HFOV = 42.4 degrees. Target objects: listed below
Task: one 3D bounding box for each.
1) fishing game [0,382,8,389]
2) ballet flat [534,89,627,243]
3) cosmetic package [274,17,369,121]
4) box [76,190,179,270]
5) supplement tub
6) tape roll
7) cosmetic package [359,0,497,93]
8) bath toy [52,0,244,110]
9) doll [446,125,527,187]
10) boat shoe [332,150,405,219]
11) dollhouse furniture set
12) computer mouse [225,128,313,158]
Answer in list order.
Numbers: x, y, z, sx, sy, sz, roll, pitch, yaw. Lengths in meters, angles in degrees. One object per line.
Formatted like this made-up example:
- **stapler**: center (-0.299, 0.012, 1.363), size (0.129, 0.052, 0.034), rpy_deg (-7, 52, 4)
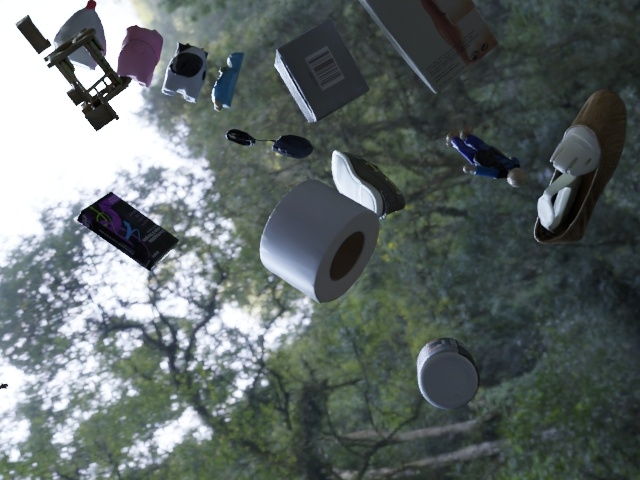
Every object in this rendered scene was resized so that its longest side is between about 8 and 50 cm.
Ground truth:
- **fishing game**: center (-0.631, 0.164, 1.359), size (0.264, 0.041, 0.189), rpy_deg (43, -150, 26)
- **ballet flat**: center (0.482, -0.122, 1.580), size (0.124, 0.342, 0.116), rpy_deg (-21, -130, -29)
- **cosmetic package**: center (-0.003, -0.263, 1.314), size (0.127, 0.107, 0.238), rpy_deg (59, 178, -7)
- **box**: center (-0.351, -0.019, 1.520), size (0.162, 0.029, 0.116), rpy_deg (36, -155, -2)
- **supplement tub**: center (0.250, 0.257, 1.636), size (0.190, 0.117, 0.117), rpy_deg (-20, -91, -84)
- **tape roll**: center (0.000, 0.000, 1.924), size (0.169, 0.246, 0.246), rpy_deg (32, -159, 26)
- **cosmetic package**: center (0.125, -0.375, 1.223), size (0.296, 0.129, 0.153), rpy_deg (38, -163, -48)
- **bath toy**: center (-0.325, -0.355, 1.576), size (0.348, 0.151, 0.129), rpy_deg (15, -89, -15)
- **doll**: center (0.325, -0.155, 1.596), size (0.129, 0.046, 0.189), rpy_deg (-17, -137, -31)
- **boat shoe**: center (0.116, -0.149, 2.131), size (0.305, 0.091, 0.109), rpy_deg (-127, 33, -52)
- **dollhouse furniture set**: center (-0.393, -0.295, 1.354), size (0.182, 0.101, 0.161), rpy_deg (56, 174, -34)
- **computer mouse**: center (-0.135, -0.255, 2.207), size (0.242, 0.071, 0.041), rpy_deg (7, -117, -15)
